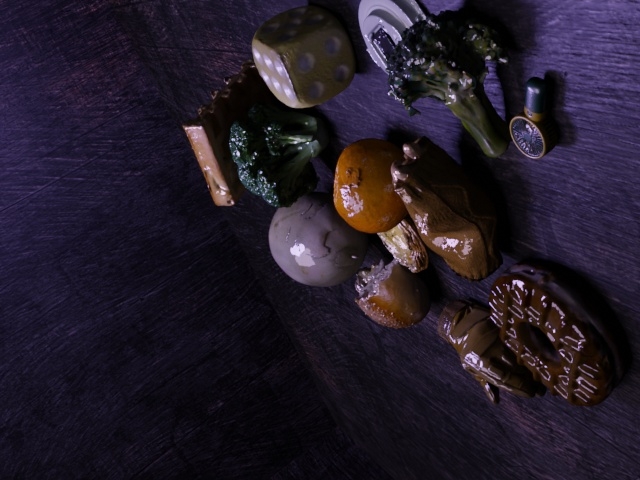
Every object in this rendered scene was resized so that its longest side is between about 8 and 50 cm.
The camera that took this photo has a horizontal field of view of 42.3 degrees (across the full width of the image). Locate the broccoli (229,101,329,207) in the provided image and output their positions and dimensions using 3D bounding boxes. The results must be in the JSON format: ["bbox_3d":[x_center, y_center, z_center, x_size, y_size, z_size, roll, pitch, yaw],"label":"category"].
[{"bbox_3d":[-0.104,-0.235,2.224,0.275,0.308,0.308,-12,117,34],"label":"broccoli"}]

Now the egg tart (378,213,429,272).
[{"bbox_3d":[0.206,-0.021,2.030,0.212,0.090,0.212,50,162,23],"label":"egg tart"}]

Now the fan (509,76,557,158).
[{"bbox_3d":[0.352,-0.202,1.343,0.082,0.039,0.155,45,160,34],"label":"fan"}]

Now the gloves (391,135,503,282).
[{"bbox_3d":[0.256,-0.070,1.671,0.356,0.155,0.203,47,178,-34],"label":"gloves"}]

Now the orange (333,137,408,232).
[{"bbox_3d":[0.121,-0.124,1.871,0.219,0.193,0.219,0,-90,-77],"label":"orange"}]

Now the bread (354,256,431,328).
[{"bbox_3d":[0.198,0.152,2.237,0.192,0.171,0.314,40,176,-10],"label":"bread"}]

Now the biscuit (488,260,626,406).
[{"bbox_3d":[0.470,0.188,1.664,0.332,0.103,0.332,49,162,22],"label":"biscuit"}]

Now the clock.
[{"bbox_3d":[0.141,-0.379,1.579,0.236,0.053,0.236,51,164,21],"label":"clock"}]

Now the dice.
[{"bbox_3d":[-0.038,-0.406,1.824,0.169,0.169,0.166,38,156,47],"label":"dice"}]

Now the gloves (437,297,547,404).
[{"bbox_3d":[0.395,0.254,1.929,0.331,0.154,0.141,46,165,53],"label":"gloves"}]

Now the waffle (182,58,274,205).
[{"bbox_3d":[-0.230,-0.305,2.337,0.077,0.348,0.304,11,141,28],"label":"waffle"}]

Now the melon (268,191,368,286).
[{"bbox_3d":[0.000,0.000,2.348,0.330,0.268,0.268,18,141,53],"label":"melon"}]

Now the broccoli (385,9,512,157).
[{"bbox_3d":[0.254,-0.274,1.389,0.275,0.177,0.198,30,131,-13],"label":"broccoli"}]
